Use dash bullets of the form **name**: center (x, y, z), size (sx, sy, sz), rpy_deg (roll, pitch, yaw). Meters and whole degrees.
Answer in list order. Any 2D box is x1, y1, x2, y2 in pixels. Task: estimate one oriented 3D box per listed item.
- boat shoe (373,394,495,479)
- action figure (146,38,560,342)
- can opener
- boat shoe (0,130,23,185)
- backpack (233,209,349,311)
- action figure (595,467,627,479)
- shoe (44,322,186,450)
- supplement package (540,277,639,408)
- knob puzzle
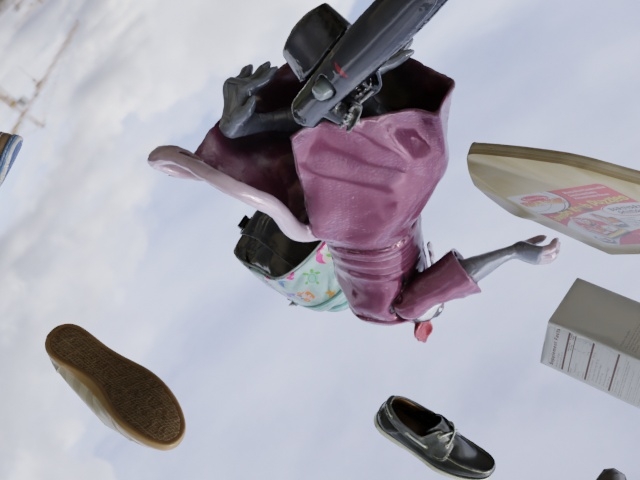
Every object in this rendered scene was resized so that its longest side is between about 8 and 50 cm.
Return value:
- **boat shoe**: center (0.209, 0.353, 1.470), size (0.084, 0.233, 0.079), rpy_deg (-55, 172, -47)
- **action figure**: center (0.054, -0.006, 0.817), size (0.276, 0.370, 0.248), rpy_deg (-42, -137, -23)
- **can opener**: center (0.023, -0.113, 0.485), size (0.059, 0.073, 0.186), rpy_deg (-53, -168, -19)
- **boat shoe**: center (-0.406, -0.087, 0.969), size (0.183, 0.066, 0.066), rpy_deg (-26, -140, 49)
- **backpack**: center (0.000, 0.000, 1.317), size (0.225, 0.191, 0.253), rpy_deg (-53, -158, -8)
- **action figure**: center (0.057, 0.144, 0.025), size (0.164, 0.141, 0.275), rpy_deg (-13, -138, -21)
- **shoe**: center (-0.249, 0.183, 1.013), size (0.219, 0.058, 0.076), rpy_deg (37, -126, 19)
- **supplement package**: center (0.429, 0.152, 1.205), size (0.179, 0.105, 0.105), rpy_deg (25, -128, 27)
- **knob puzzle**: center (0.197, -0.038, 0.615), size (0.213, 0.213, 0.030), rpy_deg (9, -104, 55)
